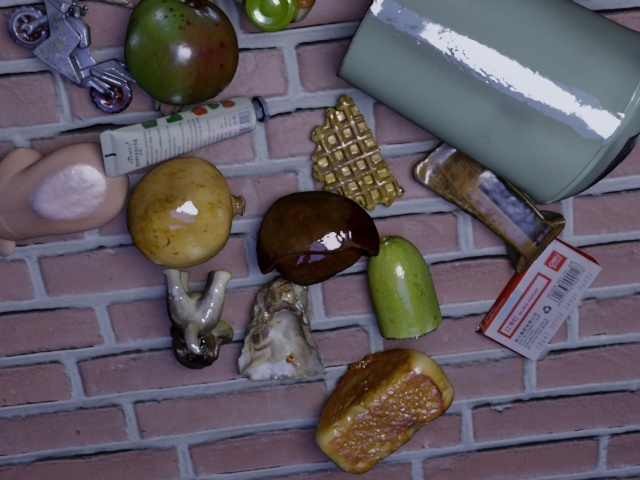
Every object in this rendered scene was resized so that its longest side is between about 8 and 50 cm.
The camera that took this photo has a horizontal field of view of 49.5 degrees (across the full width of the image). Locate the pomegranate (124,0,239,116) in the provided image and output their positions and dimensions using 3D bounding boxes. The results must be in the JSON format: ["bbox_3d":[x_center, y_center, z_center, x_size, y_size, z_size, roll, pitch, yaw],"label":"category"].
[{"bbox_3d":[-0.220,-0.274,1.065,0.179,0.180,0.210,24,134,-11],"label":"pomegranate"}]

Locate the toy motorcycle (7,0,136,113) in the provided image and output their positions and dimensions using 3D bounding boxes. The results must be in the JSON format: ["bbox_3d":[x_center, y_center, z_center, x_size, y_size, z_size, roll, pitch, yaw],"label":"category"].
[{"bbox_3d":[-0.373,-0.302,1.086,0.215,0.080,0.122,39,103,-19],"label":"toy motorcycle"}]

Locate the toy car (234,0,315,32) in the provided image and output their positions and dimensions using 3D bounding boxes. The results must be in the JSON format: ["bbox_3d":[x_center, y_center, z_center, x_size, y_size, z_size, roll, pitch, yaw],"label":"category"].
[{"bbox_3d":[-0.091,-0.441,1.003,0.234,0.145,0.235,1,118,2],"label":"toy car"}]

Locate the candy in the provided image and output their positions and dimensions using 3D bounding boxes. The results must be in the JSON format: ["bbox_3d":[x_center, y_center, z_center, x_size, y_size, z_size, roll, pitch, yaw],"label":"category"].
[{"bbox_3d":[0.296,-0.077,1.190,0.271,0.101,0.143,41,102,-10],"label":"candy"}]

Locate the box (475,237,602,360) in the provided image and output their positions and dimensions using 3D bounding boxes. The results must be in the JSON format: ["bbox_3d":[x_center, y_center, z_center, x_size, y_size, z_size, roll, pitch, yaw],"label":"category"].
[{"bbox_3d":[0.399,0.108,1.275,0.122,0.050,0.229,28,104,-10],"label":"box"}]

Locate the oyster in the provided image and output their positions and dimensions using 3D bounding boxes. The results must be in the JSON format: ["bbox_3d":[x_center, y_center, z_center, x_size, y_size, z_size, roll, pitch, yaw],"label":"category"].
[{"bbox_3d":[-0.069,0.159,1.246,0.161,0.107,0.233,-2,126,-8],"label":"oyster"}]

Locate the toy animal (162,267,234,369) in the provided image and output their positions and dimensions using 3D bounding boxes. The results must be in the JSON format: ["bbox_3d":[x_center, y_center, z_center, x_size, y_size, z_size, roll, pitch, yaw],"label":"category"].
[{"bbox_3d":[-0.207,0.127,1.182,0.121,0.233,0.169,2,73,-7],"label":"toy animal"}]

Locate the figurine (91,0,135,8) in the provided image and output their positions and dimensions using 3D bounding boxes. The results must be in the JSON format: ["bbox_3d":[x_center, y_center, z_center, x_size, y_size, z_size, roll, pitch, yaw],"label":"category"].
[{"bbox_3d":[-0.326,-0.393,1.079,0.083,0.047,0.051,10,91,0],"label":"figurine"}]

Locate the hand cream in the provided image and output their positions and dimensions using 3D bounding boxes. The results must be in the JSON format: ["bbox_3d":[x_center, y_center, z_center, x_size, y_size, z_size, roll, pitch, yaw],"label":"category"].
[{"bbox_3d":[-0.208,-0.171,1.088,0.276,0.059,0.095,-22,146,-26],"label":"hand cream"}]

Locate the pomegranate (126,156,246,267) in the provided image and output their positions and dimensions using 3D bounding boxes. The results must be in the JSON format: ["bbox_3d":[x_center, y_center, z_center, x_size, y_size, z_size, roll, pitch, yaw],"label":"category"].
[{"bbox_3d":[-0.213,-0.046,1.121,0.196,0.196,0.196,-1,107,-3],"label":"pomegranate"}]

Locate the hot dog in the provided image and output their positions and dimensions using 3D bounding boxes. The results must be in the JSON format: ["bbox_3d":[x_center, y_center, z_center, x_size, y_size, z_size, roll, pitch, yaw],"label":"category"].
[{"bbox_3d":[0.111,0.295,1.261,0.256,0.153,0.150,-39,101,6],"label":"hot dog"}]

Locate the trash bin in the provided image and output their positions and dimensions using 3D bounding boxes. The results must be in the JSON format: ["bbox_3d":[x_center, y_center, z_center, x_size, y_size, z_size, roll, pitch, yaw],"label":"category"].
[{"bbox_3d":[0.267,-0.247,1.023,0.431,0.280,0.281,28,103,-2],"label":"trash bin"}]

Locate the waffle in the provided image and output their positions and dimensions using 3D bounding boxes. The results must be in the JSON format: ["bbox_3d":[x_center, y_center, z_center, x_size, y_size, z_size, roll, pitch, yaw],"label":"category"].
[{"bbox_3d":[0.070,-0.139,1.179,0.191,0.046,0.161,27,104,-12],"label":"waffle"}]

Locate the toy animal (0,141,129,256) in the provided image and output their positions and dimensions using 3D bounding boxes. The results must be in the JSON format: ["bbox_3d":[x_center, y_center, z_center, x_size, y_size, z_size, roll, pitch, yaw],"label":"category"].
[{"bbox_3d":[-0.433,-0.073,1.110,0.250,0.154,0.167,-14,116,4],"label":"toy animal"}]

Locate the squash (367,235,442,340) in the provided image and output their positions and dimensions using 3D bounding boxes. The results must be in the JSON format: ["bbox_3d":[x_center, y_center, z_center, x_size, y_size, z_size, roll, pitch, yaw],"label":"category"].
[{"bbox_3d":[0.137,0.078,1.216,0.123,0.123,0.187,-18,104,2],"label":"squash"}]

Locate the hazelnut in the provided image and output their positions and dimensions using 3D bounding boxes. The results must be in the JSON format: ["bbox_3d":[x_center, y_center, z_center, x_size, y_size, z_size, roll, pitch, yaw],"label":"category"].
[{"bbox_3d":[-0.002,0.000,1.149,0.201,0.170,0.161,11,109,15],"label":"hazelnut"}]
